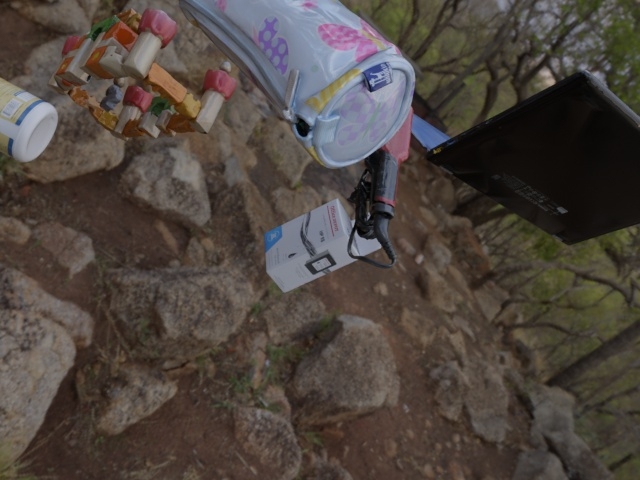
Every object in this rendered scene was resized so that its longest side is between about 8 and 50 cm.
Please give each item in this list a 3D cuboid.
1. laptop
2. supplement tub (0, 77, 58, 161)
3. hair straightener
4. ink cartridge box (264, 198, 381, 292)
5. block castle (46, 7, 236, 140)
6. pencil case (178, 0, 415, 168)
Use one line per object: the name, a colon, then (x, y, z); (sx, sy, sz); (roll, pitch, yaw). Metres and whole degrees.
laptop: (0.355, -0.173, 0.989); (0.382, 0.408, 0.236); (24, 60, -31)
supplement tub: (-0.696, -0.275, 1.267); (0.200, 0.144, 0.144); (29, 21, -8)
hair straightener: (0.064, -0.054, 0.624); (0.047, 0.089, 0.230); (17, 48, -13)
ink cartridge box: (0.000, 0.000, 0.963); (0.060, 0.180, 0.104); (56, 15, -36)
block castle: (-0.472, -0.434, 1.537); (0.454, 0.212, 0.303); (4, -24, 40)
pencil case: (-0.032, -0.189, 0.565); (0.273, 0.124, 0.113); (52, -20, 28)
